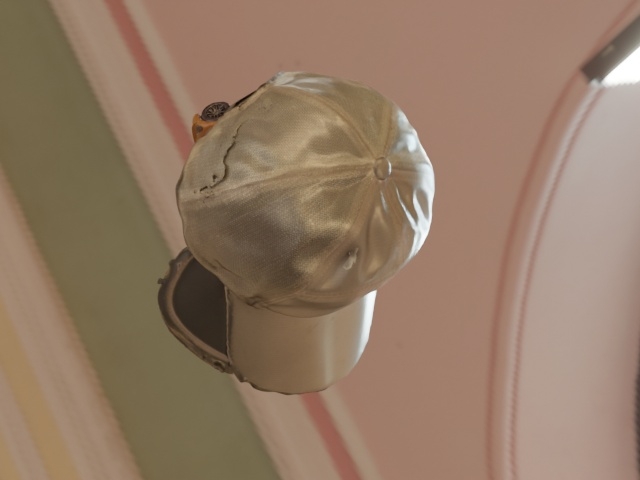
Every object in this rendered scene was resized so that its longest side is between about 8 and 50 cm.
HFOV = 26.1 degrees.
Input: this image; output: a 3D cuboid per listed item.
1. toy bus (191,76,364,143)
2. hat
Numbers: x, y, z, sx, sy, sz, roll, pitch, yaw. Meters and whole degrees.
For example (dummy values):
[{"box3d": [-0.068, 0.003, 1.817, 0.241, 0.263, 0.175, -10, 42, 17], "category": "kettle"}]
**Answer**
[{"box3d": [-0.039, -0.105, 1.472, 0.195, 0.083, 0.088, -11, -139, 9], "category": "toy bus"}, {"box3d": [-0.002, 0.006, 1.072, 0.232, 0.275, 0.161, -29, -137, -32], "category": "hat"}]
